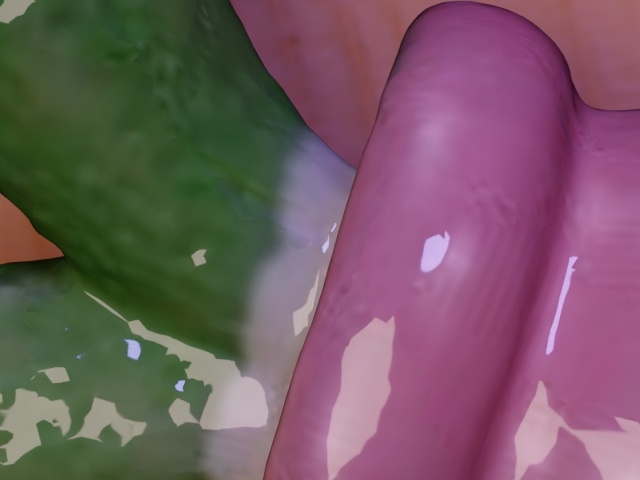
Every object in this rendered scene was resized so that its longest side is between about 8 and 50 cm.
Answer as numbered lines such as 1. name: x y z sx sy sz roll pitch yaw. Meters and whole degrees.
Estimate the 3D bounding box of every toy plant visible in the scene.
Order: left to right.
1. toy plant: 0.005 0.003 0.475 0.356 0.210 0.317 20 111 6
